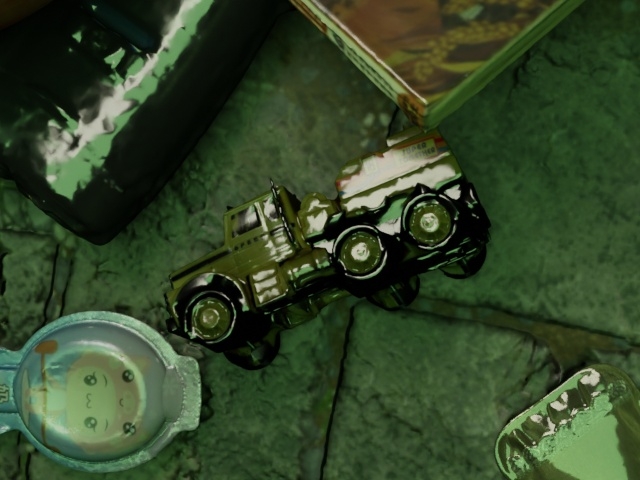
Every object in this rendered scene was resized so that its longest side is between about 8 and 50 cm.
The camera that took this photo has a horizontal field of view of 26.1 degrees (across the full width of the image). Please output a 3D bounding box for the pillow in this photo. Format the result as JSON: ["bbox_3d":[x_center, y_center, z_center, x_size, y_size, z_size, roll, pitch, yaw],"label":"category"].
[{"bbox_3d":[0.243,0.212,1.107,0.130,0.033,0.217,-36,88,5],"label":"pillow"}]

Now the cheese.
[{"bbox_3d":[-0.219,0.125,1.142,0.244,0.052,0.135,1,92,6],"label":"cheese"}]

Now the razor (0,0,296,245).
[{"bbox_3d":[-0.143,-0.167,1.094,0.189,0.107,0.327,39,90,5],"label":"razor"}]

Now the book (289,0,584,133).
[{"bbox_3d":[0.042,-0.314,1.014,0.300,0.039,0.428,-41,70,-9],"label":"book"}]

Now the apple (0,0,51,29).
[{"bbox_3d":[-0.317,-0.301,0.928,0.391,0.391,0.346,49,56,2],"label":"apple"}]

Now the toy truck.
[{"bbox_3d":[0.000,0.005,1.085,0.257,0.127,0.127,-27,74,7],"label":"toy truck"}]
